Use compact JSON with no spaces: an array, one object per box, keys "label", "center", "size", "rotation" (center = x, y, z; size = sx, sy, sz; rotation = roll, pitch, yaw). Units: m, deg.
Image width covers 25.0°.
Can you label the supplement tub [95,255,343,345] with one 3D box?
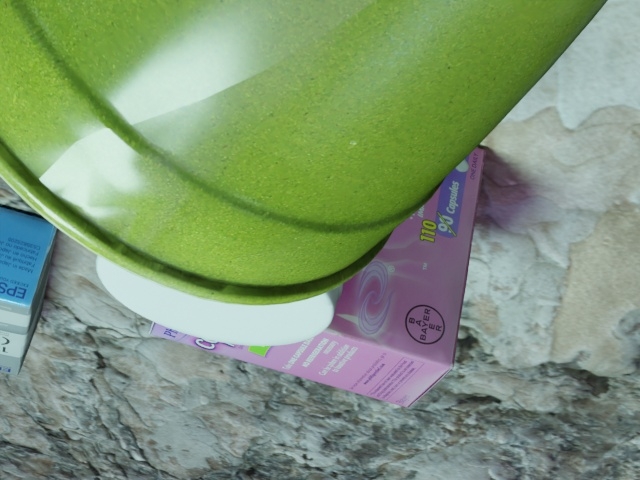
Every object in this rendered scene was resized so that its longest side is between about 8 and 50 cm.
[{"label":"supplement tub","center":[-0.048,-0.081,1.044],"size":[0.191,0.272,0.191],"rotation":[9,152,5]}]

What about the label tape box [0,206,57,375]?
[{"label":"label tape box","center":[-0.448,0.061,1.652],"size":[0.249,0.115,0.347],"rotation":[16,151,-8]}]

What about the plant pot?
[{"label":"plant pot","center":[0.021,-0.203,0.752],"size":[0.367,0.366,0.353],"rotation":[27,138,-28]}]

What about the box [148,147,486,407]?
[{"label":"box","center":[0.000,0.000,1.246],"size":[0.243,0.213,0.117],"rotation":[17,153,-9]}]
